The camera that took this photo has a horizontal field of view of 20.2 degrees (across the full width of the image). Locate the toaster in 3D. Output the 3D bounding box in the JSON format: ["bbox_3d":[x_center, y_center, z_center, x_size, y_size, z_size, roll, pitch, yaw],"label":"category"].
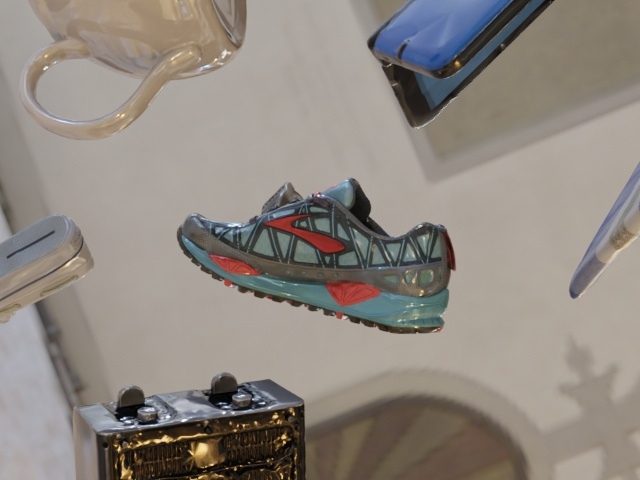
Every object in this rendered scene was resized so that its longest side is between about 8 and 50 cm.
[{"bbox_3d":[-0.098,0.202,1.394,0.110,0.168,0.186,-145,-129,-65],"label":"toaster"}]

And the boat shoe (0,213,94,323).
[{"bbox_3d":[-0.338,0.056,1.847,0.083,0.226,0.076,-105,170,-46],"label":"boat shoe"}]

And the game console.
[{"bbox_3d":[0.214,-0.249,1.974,0.173,0.293,0.250,49,-8,-28],"label":"game console"}]

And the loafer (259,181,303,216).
[{"bbox_3d":[-0.035,-0.021,1.848,0.050,0.056,0.148,40,19,-6],"label":"loafer"}]

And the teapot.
[{"bbox_3d":[-0.176,-0.238,1.499,0.256,0.187,0.253,-75,153,-71],"label":"teapot"}]

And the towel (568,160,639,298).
[{"bbox_3d":[0.309,-0.085,1.453,0.034,0.209,0.285,36,-39,2],"label":"towel"}]

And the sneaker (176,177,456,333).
[{"bbox_3d":[0.000,0.000,1.637,0.104,0.261,0.125,4,100,-78],"label":"sneaker"}]
